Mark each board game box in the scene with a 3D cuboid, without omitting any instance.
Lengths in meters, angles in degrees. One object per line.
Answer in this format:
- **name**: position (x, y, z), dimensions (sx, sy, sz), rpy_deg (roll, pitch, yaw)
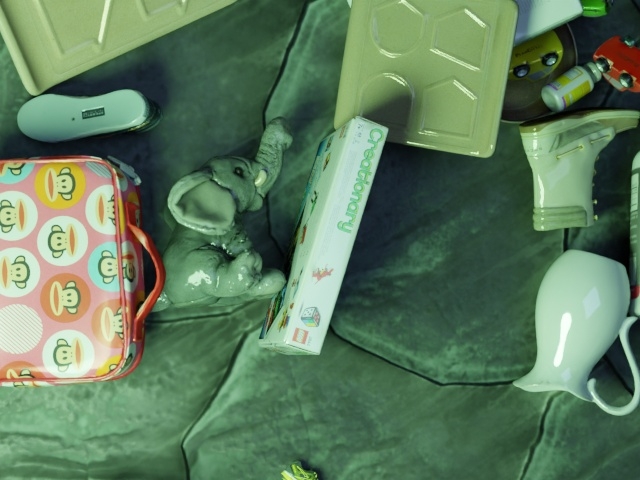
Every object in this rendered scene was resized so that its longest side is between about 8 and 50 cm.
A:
- **board game box**: position (0.000, 0.000, 1.756), dimensions (0.053, 0.193, 0.305), rpy_deg (19, 82, -10)

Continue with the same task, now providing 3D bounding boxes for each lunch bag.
- **lunch bag**: position (-0.322, 0.037, 1.679), dimensions (0.258, 0.120, 0.293), rpy_deg (-2, 87, 8)

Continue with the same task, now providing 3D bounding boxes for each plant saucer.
- **plant saucer**: position (0.273, -0.264, 1.921), dimensions (0.199, 0.036, 0.198), rpy_deg (1, 85, -12)

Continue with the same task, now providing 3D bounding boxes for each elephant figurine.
- **elephant figurine**: position (-0.138, -0.036, 1.759), dimensions (0.186, 0.169, 0.239), rpy_deg (1, 78, -49)

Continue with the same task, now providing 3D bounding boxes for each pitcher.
- **pitcher**: position (0.380, 0.129, 1.856), dimensions (0.178, 0.125, 0.207), rpy_deg (16, 85, 17)

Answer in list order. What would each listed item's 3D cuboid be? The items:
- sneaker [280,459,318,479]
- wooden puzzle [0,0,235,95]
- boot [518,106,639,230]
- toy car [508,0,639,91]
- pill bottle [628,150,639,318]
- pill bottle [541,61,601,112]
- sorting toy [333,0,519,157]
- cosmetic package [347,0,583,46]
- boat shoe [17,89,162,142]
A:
- **sneaker**: position (-0.012, 0.330, 1.807), dimensions (0.083, 0.031, 0.035), rpy_deg (37, 78, -8)
- **wooden puzzle**: position (-0.287, -0.397, 1.720), dimensions (0.348, 0.080, 0.322), rpy_deg (-31, 130, -17)
- **boot**: position (0.379, -0.105, 1.911), dimensions (0.213, 0.077, 0.165), rpy_deg (-14, 100, -33)
- **toy car**: position (0.378, -0.301, 1.880), dimensions (0.239, 0.053, 0.225), rpy_deg (8, 62, 20)
- **pill bottle**: position (0.530, -0.043, 1.890), dimensions (0.176, 0.176, 0.318), rpy_deg (4, 85, -13)
- **pill bottle**: position (0.359, -0.220, 1.896), dimensions (0.083, 0.043, 0.043), rpy_deg (-33, 93, -14)
- **sorting toy**: position (0.147, -0.278, 1.776), dimensions (0.229, 0.041, 0.307), rpy_deg (11, 99, 15)
- **cosmetic package**: position (0.153, -0.420, 1.820), dimensions (0.285, 0.097, 0.377), rpy_deg (-23, 91, 11)
- **boat shoe**: position (-0.304, -0.160, 1.770), dimensions (0.183, 0.083, 0.065), rpy_deg (-4, 85, 14)
